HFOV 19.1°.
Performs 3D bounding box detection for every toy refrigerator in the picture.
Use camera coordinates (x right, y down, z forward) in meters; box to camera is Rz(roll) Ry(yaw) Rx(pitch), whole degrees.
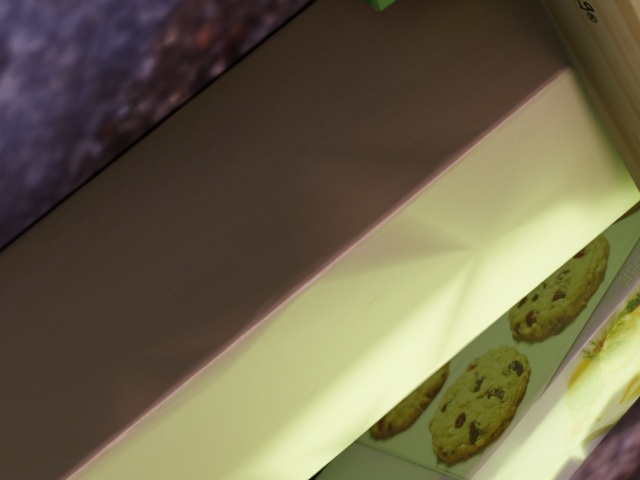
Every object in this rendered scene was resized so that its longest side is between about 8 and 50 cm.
[{"bbox_3d":[0.000,0.000,0.668,0.269,0.102,0.094,-40,139,-8],"label":"toy refrigerator"}]

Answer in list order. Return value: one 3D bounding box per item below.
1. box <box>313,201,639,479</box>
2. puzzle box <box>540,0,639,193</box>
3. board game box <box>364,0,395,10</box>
[{"bbox_3d":[0.075,0.076,0.819,0.324,0.067,0.063,-50,139,6],"label":"box"},{"bbox_3d":[0.164,-0.172,0.583,0.272,0.052,0.409,-47,132,-12],"label":"puzzle box"},{"bbox_3d":[0.106,-0.243,0.605,0.317,0.046,0.213,-36,137,-12],"label":"board game box"}]
